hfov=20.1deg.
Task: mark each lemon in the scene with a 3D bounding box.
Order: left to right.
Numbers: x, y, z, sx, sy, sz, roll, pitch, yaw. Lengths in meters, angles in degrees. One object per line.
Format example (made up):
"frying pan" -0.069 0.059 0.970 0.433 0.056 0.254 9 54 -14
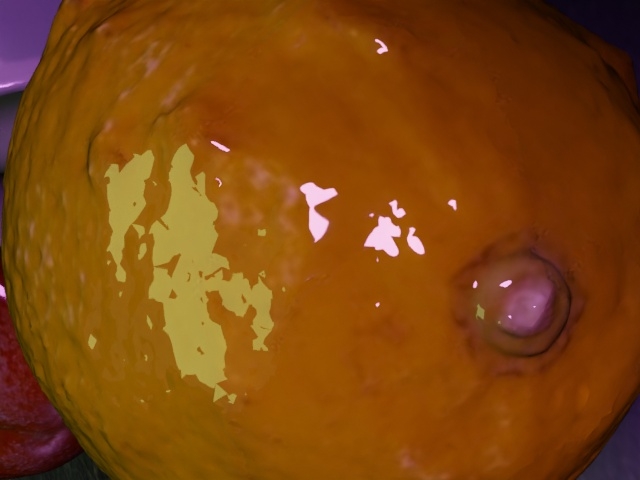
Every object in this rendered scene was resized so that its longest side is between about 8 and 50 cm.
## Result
"lemon" 0.000 0.000 0.647 0.288 0.233 0.233 -150 49 -63

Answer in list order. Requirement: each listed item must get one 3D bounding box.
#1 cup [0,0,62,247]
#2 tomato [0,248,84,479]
"cup" -0.197 -0.169 0.902 0.356 0.259 0.274 76 175 -76
"tomato" -0.212 0.036 1.218 0.232 0.188 0.232 12 113 29
